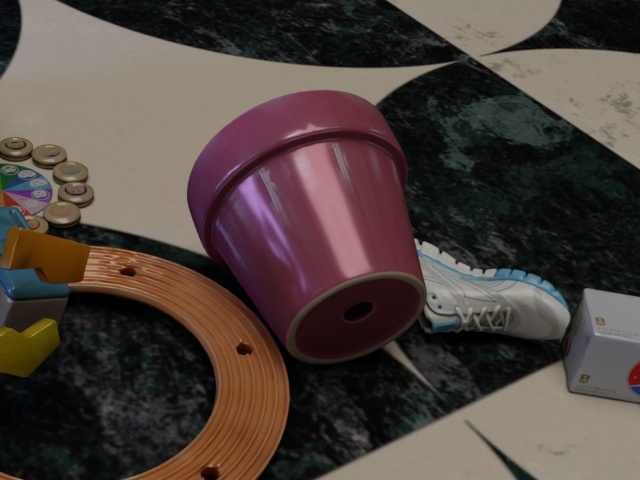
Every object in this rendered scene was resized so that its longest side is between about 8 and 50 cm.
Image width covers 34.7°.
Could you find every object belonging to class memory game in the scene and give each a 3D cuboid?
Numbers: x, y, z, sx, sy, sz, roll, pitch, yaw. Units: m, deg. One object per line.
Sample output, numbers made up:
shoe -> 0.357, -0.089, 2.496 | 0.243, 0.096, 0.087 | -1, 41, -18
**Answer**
memory game -> -0.321, -0.054, 1.027 | 0.186, 0.012, 0.186 | 8, 36, -6

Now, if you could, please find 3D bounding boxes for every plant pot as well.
plant pot -> 0.000, 0.000, 0.902 | 0.201, 0.201, 0.180 | -7, 53, -23

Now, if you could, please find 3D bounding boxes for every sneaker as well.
sneaker -> 0.137, 0.064, 0.956 | 0.190, 0.071, 0.083 | 15, 42, 20

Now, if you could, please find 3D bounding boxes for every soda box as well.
soda box -> 0.337, 0.107, 0.936 | 0.216, 0.074, 0.069 | 9, 37, -3

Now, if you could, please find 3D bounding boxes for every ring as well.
ring -> -0.193, 0.118, 0.819 | 0.336, 0.032, 0.336 | 8, 36, -6

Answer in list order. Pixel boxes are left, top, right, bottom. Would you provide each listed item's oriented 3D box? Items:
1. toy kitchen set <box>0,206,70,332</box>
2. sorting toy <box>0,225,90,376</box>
toy kitchen set -> -0.292, -0.025, 0.774 | 0.207, 0.166, 0.122 | -2, 38, -42
sorting toy -> -0.315, 0.040, 0.689 | 0.307, 0.229, 0.041 | 18, -8, -41
